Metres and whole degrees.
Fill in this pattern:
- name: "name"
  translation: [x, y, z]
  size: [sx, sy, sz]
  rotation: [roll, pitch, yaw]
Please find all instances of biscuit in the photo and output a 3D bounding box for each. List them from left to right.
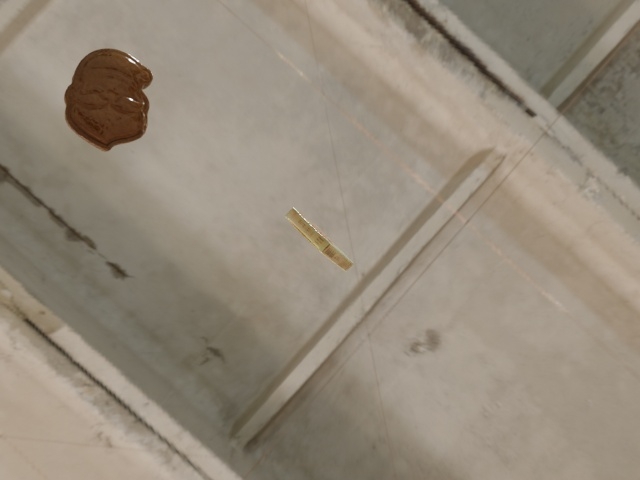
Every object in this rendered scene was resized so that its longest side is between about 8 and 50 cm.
- name: "biscuit"
  translation: [-0.250, -0.168, 1.144]
  size: [0.102, 0.019, 0.130]
  rotation: [17, -112, -19]

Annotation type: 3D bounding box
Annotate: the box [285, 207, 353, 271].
- name: "box"
  translation: [0.000, 0.000, 1.002]
  size: [0.015, 0.093, 0.058]
  rotation: [-45, -112, 2]
